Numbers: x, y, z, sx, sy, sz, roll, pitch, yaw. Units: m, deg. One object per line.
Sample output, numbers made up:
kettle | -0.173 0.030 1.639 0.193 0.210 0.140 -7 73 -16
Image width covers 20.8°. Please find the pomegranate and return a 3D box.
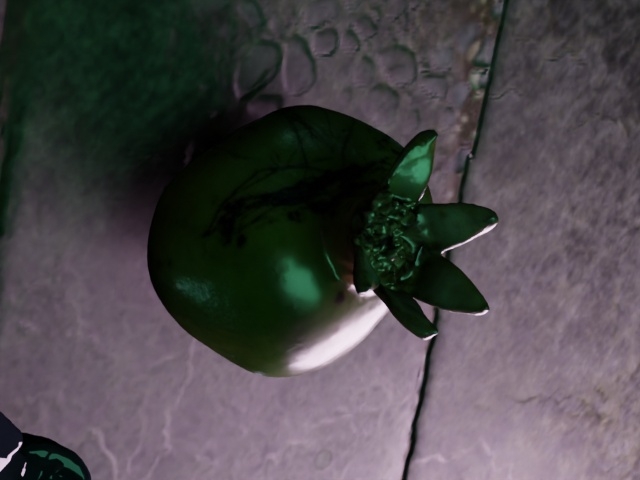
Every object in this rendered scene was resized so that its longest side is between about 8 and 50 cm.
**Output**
pomegranate | 0.000 0.000 0.902 0.152 0.191 0.131 -43 114 -19

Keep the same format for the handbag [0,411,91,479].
handbag | -0.259 0.180 0.795 0.329 0.122 0.303 -54 143 -13
